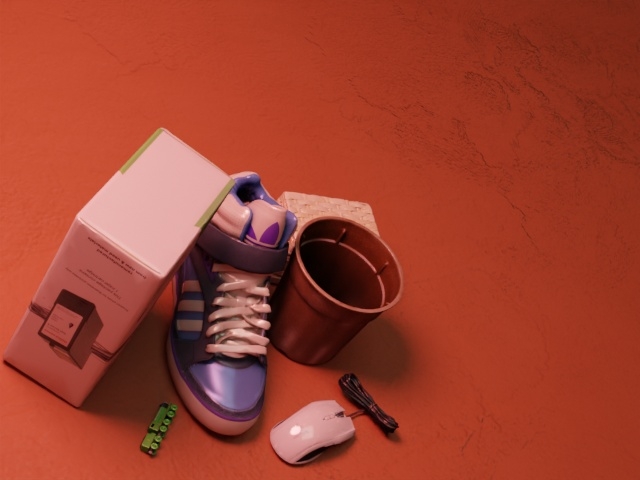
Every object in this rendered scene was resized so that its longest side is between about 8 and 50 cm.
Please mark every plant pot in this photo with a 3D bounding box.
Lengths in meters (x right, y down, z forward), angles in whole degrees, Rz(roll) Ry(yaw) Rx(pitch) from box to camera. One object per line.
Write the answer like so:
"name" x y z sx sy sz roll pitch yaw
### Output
"plant pot" 0.007 0.082 1.596 0.167 0.165 0.167 18 43 -18

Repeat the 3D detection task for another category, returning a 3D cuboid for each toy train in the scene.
"toy train" -0.204 0.235 1.425 0.024 0.017 0.083 22 41 1

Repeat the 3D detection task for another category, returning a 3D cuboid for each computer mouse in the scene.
"computer mouse" 0.015 0.247 1.537 0.193 0.042 0.106 -20 65 -43

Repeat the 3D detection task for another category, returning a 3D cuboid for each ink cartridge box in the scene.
"ink cartridge box" -0.248 0.036 1.381 0.121 0.289 0.211 35 41 -4

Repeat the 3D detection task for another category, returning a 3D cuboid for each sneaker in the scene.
"sneaker" -0.108 0.062 1.484 0.130 0.236 0.322 10 46 -26

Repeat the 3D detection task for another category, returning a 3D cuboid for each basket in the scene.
"basket" 0.000 0.000 1.715 0.167 0.103 0.113 8 48 -28
